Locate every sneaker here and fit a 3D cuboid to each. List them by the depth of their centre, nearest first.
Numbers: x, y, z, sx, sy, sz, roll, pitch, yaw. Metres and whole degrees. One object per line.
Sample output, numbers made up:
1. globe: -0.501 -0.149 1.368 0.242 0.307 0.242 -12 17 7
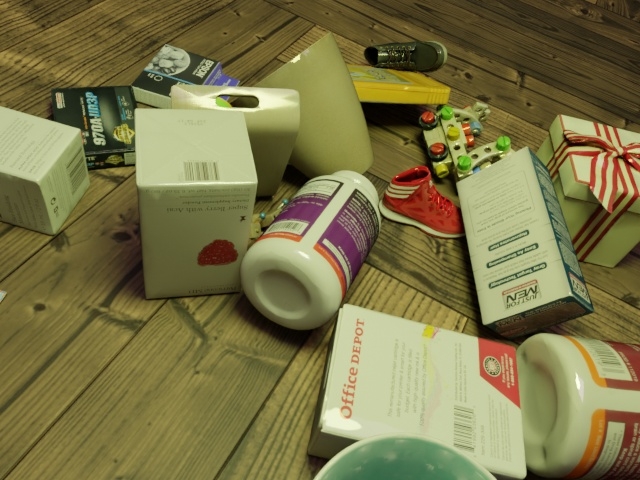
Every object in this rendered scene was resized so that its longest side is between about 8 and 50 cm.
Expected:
1. sneaker: 0.247 -0.083 1.203 0.221 0.128 0.087 10 49 -5
2. sneaker: 0.226 -0.491 1.501 0.118 0.083 0.222 -19 26 -36

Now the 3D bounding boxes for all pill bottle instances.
1. pill bottle: 0.528 0.282 0.908 0.392 0.224 0.224 8 50 -8
2. pill bottle: 0.000 0.000 1.024 0.181 0.181 0.323 26 41 8

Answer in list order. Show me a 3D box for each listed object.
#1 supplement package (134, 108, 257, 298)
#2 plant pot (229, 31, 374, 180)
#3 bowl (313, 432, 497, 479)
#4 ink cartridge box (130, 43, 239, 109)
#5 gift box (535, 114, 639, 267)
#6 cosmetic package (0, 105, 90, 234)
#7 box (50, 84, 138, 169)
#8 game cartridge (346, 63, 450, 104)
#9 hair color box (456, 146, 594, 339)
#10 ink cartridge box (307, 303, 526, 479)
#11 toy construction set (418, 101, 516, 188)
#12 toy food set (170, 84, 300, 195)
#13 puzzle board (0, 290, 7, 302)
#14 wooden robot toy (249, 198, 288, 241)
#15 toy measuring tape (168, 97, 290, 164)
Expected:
1. supplement package: -0.218 -0.054 0.952 0.177 0.293 0.175 -3 52 -17
2. plant pot: -0.010 -0.250 1.188 0.274 0.256 0.256 56 50 -16
3. bowl: 0.101 0.427 0.716 0.311 0.163 0.311 7 52 -9
4. ink cartridge box: -0.327 -0.387 1.368 0.208 0.045 0.206 18 49 0
5. gift box: 0.610 -0.101 1.225 0.255 0.258 0.276 8 48 -7
6. cosmetic package: -0.553 -0.131 1.026 0.183 0.151 0.151 15 49 0
7. box: -0.480 -0.248 1.208 0.175 0.051 0.220 -9 54 -21
8. game cartridge: 0.137 -0.406 1.425 0.323 0.053 0.285 -3 27 -16
9. hair color box: 0.394 0.002 1.109 0.105 0.174 0.347 30 45 -37
10. ink cartridge box: 0.153 0.256 0.896 0.306 0.131 0.226 14 49 0
11. toy construction set: 0.360 -0.240 1.348 0.215 0.151 0.328 -12 43 7
12. toy food set: -0.177 -0.179 1.068 0.219 0.306 0.092 -2 65 -17
13. puzzle board: -0.589 0.121 0.900 0.096 0.011 0.128 16 48 -1
14. wooden robot toy: -0.116 -0.026 1.117 0.079 0.076 0.173 -7 17 29
15. toy measuring tape: -0.187 -0.250 1.244 0.330 0.121 0.121 13 49 -3
